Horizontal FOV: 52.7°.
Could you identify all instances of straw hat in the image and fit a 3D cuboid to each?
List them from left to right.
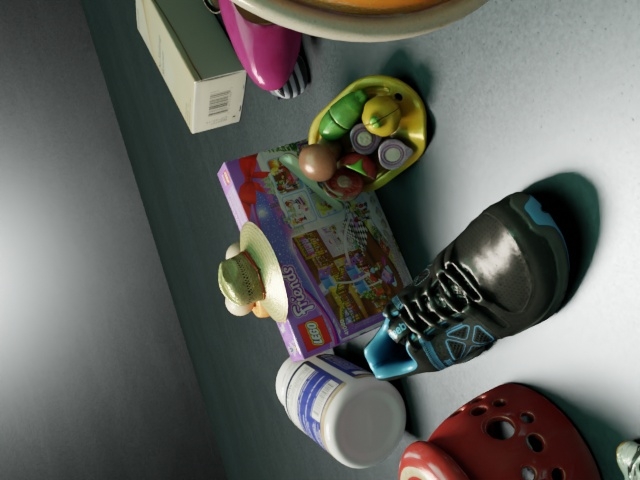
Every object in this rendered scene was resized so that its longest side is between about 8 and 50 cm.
[{"bbox_3d":[-0.102,0.052,0.862,0.144,0.061,0.144,46,146,43],"label":"straw hat"}]

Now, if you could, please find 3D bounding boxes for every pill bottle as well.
[{"bbox_3d":[0.024,0.290,1.168,0.264,0.153,0.153,12,119,64],"label":"pill bottle"}]

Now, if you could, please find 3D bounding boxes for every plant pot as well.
[{"bbox_3d":[0.199,0.287,0.762,0.191,0.174,0.191,46,145,46],"label":"plant pot"}]

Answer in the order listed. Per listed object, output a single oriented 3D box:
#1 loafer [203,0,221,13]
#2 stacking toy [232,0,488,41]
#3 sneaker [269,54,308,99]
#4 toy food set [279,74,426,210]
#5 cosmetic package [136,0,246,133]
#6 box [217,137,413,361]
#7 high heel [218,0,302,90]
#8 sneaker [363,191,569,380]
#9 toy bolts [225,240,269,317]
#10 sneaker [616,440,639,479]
[{"bbox_3d":[-0.174,-0.462,1.074,0.080,0.078,0.220,47,151,10],"label":"loafer"},{"bbox_3d":[0.076,-0.332,0.278,0.351,0.350,0.480,70,160,-1],"label":"stacking toy"},{"bbox_3d":[-0.093,-0.331,1.024,0.098,0.083,0.224,15,122,68],"label":"sneaker"},{"bbox_3d":[0.036,-0.109,0.819,0.128,0.071,0.218,47,129,-7],"label":"toy food set"},{"bbox_3d":[-0.269,-0.392,1.319,0.309,0.113,0.160,59,155,22],"label":"cosmetic package"},{"bbox_3d":[0.000,0.000,0.929,0.293,0.201,0.057,68,157,6],"label":"box"},{"bbox_3d":[-0.084,-0.384,0.853,0.181,0.127,0.377,-110,11,-71],"label":"high heel"},{"bbox_3d":[0.154,0.078,0.731,0.125,0.139,0.341,60,154,25],"label":"sneaker"},{"bbox_3d":[-0.092,0.083,1.247,0.218,0.158,0.228,44,146,45],"label":"toy bolts"},{"bbox_3d":[0.319,0.240,0.635,0.037,0.032,0.083,-11,99,67],"label":"sneaker"}]
